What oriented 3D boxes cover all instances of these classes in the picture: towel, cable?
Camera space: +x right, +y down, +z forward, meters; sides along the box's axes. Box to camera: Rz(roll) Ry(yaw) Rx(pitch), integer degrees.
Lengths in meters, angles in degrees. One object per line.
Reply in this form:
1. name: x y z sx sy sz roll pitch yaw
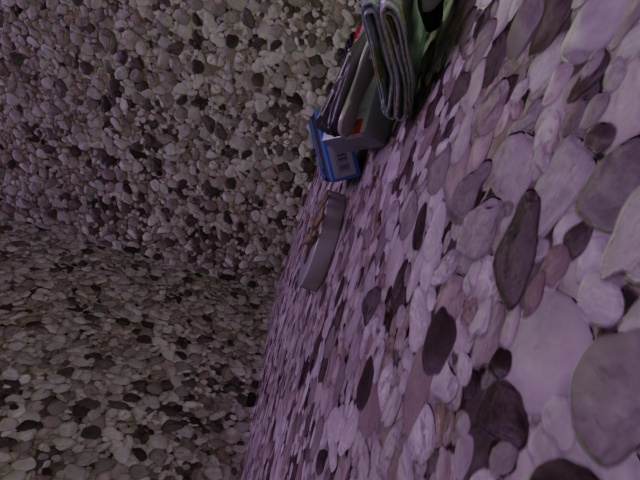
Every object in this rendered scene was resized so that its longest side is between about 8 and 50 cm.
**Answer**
1. towel: 0.174 -0.503 1.126 0.321 0.090 0.375 64 -149 -57
2. cable: 0.097 -0.583 1.613 0.185 0.047 0.151 -72 -5 -62

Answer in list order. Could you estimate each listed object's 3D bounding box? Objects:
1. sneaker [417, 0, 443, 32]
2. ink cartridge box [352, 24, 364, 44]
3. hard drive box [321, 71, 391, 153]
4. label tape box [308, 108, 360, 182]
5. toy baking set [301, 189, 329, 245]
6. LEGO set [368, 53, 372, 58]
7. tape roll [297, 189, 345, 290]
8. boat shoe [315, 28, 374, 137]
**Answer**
1. sneaker: 0.266 -0.584 1.039 0.331 0.146 0.123 73 -161 -54
2. ink cartridge box: 0.165 -0.577 1.491 0.230 0.078 0.134 -7 63 47
3. hard drive box: 0.120 -0.382 1.453 0.181 0.089 0.232 -1 70 48
4. label tape box: 0.044 -0.335 1.792 0.334 0.105 0.241 -120 16 -81
5. toy baking set: -0.016 -0.073 1.818 0.256 0.030 0.197 -43 24 63
6. LEGO set: 0.146 -0.588 1.271 0.183 0.060 0.245 63 -144 -48
7. tape roll: 0.000 0.000 1.922 0.392 0.071 0.393 -164 90 -83
8. boat shoe: 0.078 -0.441 1.358 0.112 0.095 0.336 27 -97 -67
